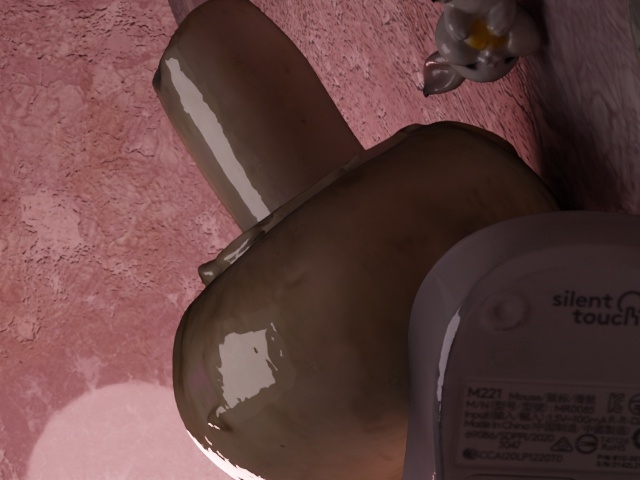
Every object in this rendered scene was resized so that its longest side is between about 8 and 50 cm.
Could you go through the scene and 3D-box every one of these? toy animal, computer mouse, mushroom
[{"bbox_3d":[0.098,-0.141,1.139,0.085,0.071,0.124,-123,14,-52],"label":"toy animal"},{"bbox_3d":[0.136,0.107,1.026,0.121,0.184,0.297,-89,-1,-66],"label":"computer mouse"},{"bbox_3d":[0.000,0.000,1.208,0.336,0.314,0.314,53,168,12],"label":"mushroom"}]

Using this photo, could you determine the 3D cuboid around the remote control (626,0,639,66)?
[{"bbox_3d":[0.196,-0.033,0.872,0.078,0.042,0.221,-137,26,-70],"label":"remote control"}]
